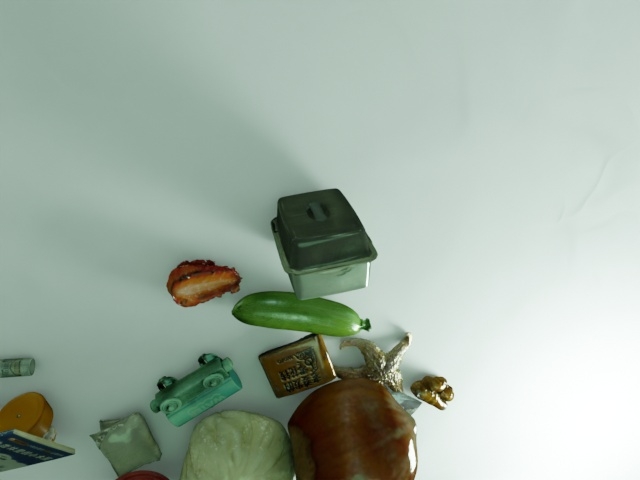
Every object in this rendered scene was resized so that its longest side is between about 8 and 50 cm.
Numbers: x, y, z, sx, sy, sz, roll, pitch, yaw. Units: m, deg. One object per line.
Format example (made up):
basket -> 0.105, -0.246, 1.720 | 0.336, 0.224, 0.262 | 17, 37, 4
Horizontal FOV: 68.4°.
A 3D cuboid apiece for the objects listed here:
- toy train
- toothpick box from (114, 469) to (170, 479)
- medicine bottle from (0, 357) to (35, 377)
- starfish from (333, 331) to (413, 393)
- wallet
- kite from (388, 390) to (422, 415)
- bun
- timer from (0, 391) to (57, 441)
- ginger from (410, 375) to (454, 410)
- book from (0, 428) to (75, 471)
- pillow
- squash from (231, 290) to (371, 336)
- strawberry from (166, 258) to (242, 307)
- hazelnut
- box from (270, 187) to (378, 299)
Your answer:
toy train -> -0.338, 0.420, 1.308 | 0.248, 0.101, 0.159 | -29, 127, -3
toothpick box -> -0.515, 0.835, 1.304 | 0.204, 0.204, 0.333 | 8, 114, -16
medicine bottle -> -0.774, 0.321, 1.189 | 0.083, 0.047, 0.047 | 0, 107, -14
starfish -> 0.169, 0.410, 1.438 | 0.299, 0.060, 0.302 | -21, 111, -9
wallet -> -0.065, 0.366, 1.360 | 0.195, 0.042, 0.161 | -20, 110, 4
kite -> 0.181, 0.595, 1.499 | 0.169, 0.015, 0.310 | 22, 109, -19
bun -> -0.240, 0.667, 1.331 | 0.352, 0.227, 0.349 | -24, 113, -3
timer -> -0.742, 0.490, 1.227 | 0.132, 0.132, 0.152 | -20, 134, -7
ginger -> 0.368, 0.475, 1.501 | 0.162, 0.073, 0.103 | 36, 110, -27
book -> -0.818, 0.531, 1.155 | 0.322, 0.018, 0.228 | -15, 144, 5
pillow -> -0.532, 0.569, 1.309 | 0.134, 0.078, 0.181 | -19, 112, -6
squash -> -0.044, 0.202, 1.296 | 0.395, 0.107, 0.107 | 12, 104, -16
strawberry -> -0.304, 0.104, 1.224 | 0.188, 0.082, 0.121 | -7, 129, -21
hazelnut -> 0.085, 0.577, 1.319 | 0.365, 0.366, 0.366 | -4, 108, -12
box -> 0.000, 0.000, 1.146 | 0.220, 0.290, 0.166 | -11, 121, -9
